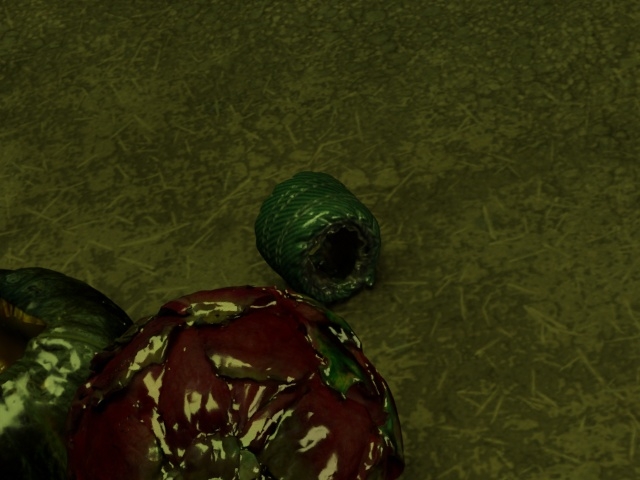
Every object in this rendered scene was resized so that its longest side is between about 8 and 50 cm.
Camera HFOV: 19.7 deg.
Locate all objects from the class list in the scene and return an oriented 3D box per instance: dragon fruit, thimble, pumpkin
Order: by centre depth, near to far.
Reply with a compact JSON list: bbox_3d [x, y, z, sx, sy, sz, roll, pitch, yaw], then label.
[{"bbox_3d":[-0.077,0.191,1.711,0.329,0.329,0.329,-9,44,9],"label":"dragon fruit"},{"bbox_3d":[-0.327,0.164,1.885,0.320,0.192,0.320,-12,40,10],"label":"pumpkin"},{"bbox_3d":[-0.002,-0.001,1.991,0.118,0.135,0.090,-26,45,-15],"label":"thimble"}]
